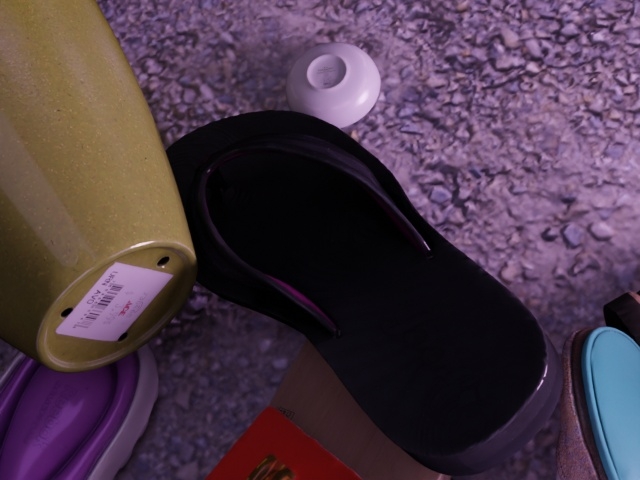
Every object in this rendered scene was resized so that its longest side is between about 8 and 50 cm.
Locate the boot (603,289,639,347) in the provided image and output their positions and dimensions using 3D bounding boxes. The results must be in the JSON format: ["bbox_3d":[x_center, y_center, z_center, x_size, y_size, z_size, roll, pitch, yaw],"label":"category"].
[{"bbox_3d":[0.312,0.089,1.048,0.137,0.077,0.198,-28,62,-7],"label":"boot"}]

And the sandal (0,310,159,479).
[{"bbox_3d":[-0.264,0.224,1.099,0.169,0.102,0.416,14,66,20],"label":"sandal"}]

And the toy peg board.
[{"bbox_3d":[0.066,0.115,1.102,0.161,0.079,0.161,17,68,38],"label":"toy peg board"}]

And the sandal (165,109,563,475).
[{"bbox_3d":[0.002,-0.001,1.093,0.167,0.107,0.446,-48,46,-7],"label":"sandal"}]

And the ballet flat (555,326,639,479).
[{"bbox_3d":[0.217,0.211,0.990,0.106,0.107,0.316,-47,53,41],"label":"ballet flat"}]

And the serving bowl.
[{"bbox_3d":[0.008,-0.137,1.257,0.083,0.027,0.083,-5,64,11],"label":"serving bowl"}]

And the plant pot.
[{"bbox_3d":[-0.230,-0.048,1.133,0.275,0.275,0.293,-37,62,-6],"label":"plant pot"}]

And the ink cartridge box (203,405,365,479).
[{"bbox_3d":[-0.028,0.292,0.920,0.308,0.091,0.385,-48,49,-9],"label":"ink cartridge box"}]
